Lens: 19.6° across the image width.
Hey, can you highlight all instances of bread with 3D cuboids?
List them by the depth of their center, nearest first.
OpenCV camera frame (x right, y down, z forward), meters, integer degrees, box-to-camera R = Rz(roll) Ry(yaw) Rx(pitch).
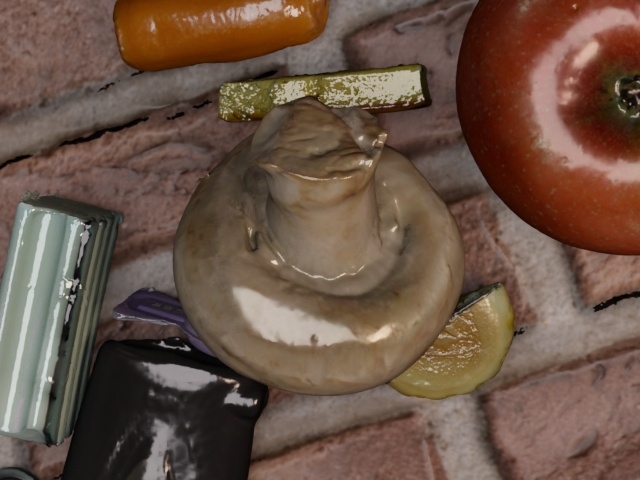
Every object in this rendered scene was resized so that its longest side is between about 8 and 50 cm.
[{"bbox_3d":[0.149,0.109,1.933,0.094,0.083,0.157,35,101,3],"label":"bread"},{"bbox_3d":[0.001,-0.153,1.936,0.226,0.088,0.049,-4,96,9],"label":"bread"}]

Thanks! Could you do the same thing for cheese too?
[{"bbox_3d":[-0.119,0.089,1.968,0.190,0.105,0.042,18,109,12],"label":"cheese"}]

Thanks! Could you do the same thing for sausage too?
[{"bbox_3d":[-0.106,-0.235,1.946,0.238,0.098,0.098,-8,93,11],"label":"sausage"}]

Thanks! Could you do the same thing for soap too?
[{"bbox_3d":[-0.290,0.080,1.971,0.094,0.150,0.262,12,96,5],"label":"soap"}]

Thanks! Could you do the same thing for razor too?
[{"bbox_3d":[-0.182,0.278,1.987,0.204,0.113,0.349,16,95,7],"label":"razor"}]

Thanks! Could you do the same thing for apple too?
[{"bbox_3d":[0.305,-0.148,1.788,0.348,0.277,0.349,1,94,10],"label":"apple"}]

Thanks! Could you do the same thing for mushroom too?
[{"bbox_3d":[0.000,0.000,1.828,0.297,0.290,0.298,2,60,-3],"label":"mushroom"}]

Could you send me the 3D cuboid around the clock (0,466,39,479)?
[{"bbox_3d":[-0.345,0.294,2.065,0.085,0.017,0.085,1,95,10],"label":"clock"}]
